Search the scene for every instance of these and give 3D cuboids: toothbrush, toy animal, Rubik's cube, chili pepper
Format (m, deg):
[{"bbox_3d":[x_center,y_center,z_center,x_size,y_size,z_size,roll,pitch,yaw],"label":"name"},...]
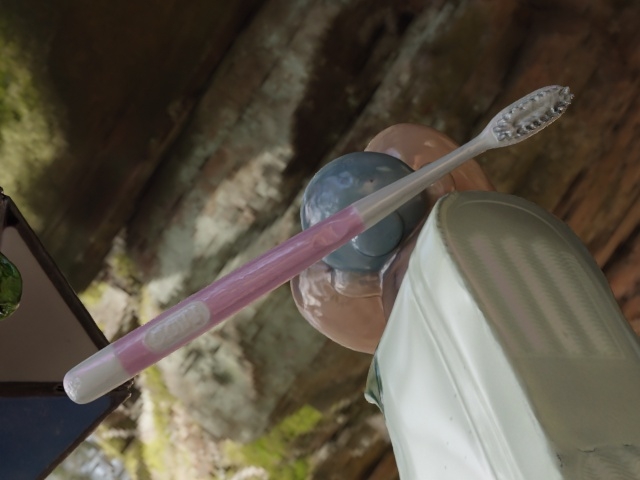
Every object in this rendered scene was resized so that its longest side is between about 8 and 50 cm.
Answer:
[{"bbox_3d":[0.000,0.000,0.615,0.286,0.020,0.025,-31,1,-2],"label":"toothbrush"},{"bbox_3d":[0.102,0.022,1.066,0.210,0.221,0.229,-55,-16,-3],"label":"toy animal"},{"bbox_3d":[-0.439,0.116,1.325,0.305,0.310,0.307,-45,-55,-25],"label":"Rubik's cube"},{"bbox_3d":[-0.216,0.016,0.815,0.034,0.091,0.030,-29,-35,-13],"label":"chili pepper"}]

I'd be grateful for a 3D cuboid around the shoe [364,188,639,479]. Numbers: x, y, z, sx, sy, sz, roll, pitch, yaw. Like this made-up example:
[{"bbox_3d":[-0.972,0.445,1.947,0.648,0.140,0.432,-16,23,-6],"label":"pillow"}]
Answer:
[{"bbox_3d":[0.120,0.150,0.604,0.132,0.363,0.160,0,-46,-30],"label":"shoe"}]
